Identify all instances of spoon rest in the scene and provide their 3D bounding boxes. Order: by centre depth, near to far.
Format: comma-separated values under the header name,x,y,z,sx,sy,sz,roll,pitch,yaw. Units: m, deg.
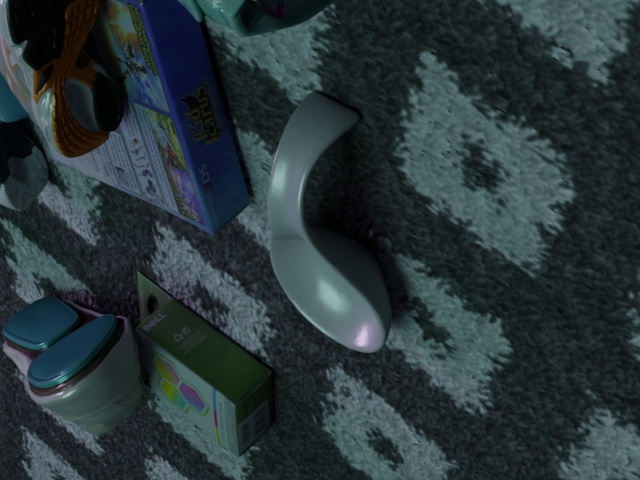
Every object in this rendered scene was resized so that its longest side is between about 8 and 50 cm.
name,x,y,z,sx,sy,sz,roll,pitch,yaw
spoon rest,0.000,0.000,1.590,0.137,0.084,0.276,29,144,32

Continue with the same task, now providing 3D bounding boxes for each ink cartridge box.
name,x,y,z,sx,sy,sz,roll,pitch,yaw
ink cartridge box,-0.148,0.137,1.972,0.209,0.062,0.109,35,149,24

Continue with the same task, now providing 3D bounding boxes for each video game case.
name,x,y,z,sx,sy,sz,roll,pitch,yaw
video game case,-0.195,-0.159,1.687,0.244,0.061,0.269,26,144,38

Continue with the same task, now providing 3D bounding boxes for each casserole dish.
name,x,y,z,sx,sy,sz,roll,pitch,yaw
casserole dish,-0.352,-0.188,1.776,0.188,0.037,0.114,59,166,-26

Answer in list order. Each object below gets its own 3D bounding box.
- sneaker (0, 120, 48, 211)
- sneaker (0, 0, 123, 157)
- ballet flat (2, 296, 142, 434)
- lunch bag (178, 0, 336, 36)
name,x,y,z,sx,sy,sz,roll,pitch,yaw
sneaker,-0.397,-0.144,1.944,0.153,0.094,0.235,19,150,29
sneaker,-0.260,-0.193,1.579,0.121,0.099,0.262,36,148,32
ballet flat,-0.268,0.151,2.028,0.139,0.139,0.400,58,167,-15
lunch bag,-0.045,-0.261,1.159,0.223,0.262,0.160,37,149,22
